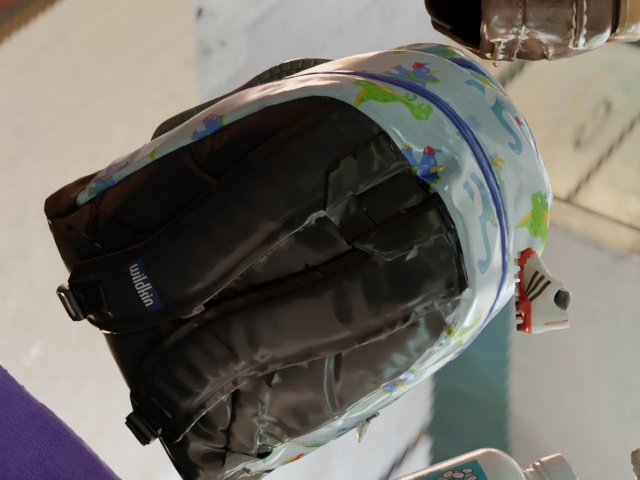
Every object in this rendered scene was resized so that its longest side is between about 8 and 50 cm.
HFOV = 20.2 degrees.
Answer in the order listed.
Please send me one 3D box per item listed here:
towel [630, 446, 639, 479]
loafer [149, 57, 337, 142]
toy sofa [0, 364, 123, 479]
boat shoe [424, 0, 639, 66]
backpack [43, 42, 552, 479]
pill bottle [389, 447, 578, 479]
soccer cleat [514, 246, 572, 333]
[{"bbox_3d":[0.365,0.316,1.586,0.049,0.282,0.187,-34,138,21],"label":"towel"},{"bbox_3d":[-0.047,-0.106,1.730,0.087,0.251,0.094,25,58,-54],"label":"loafer"},{"bbox_3d":[-0.282,0.163,1.398,0.150,0.177,0.362,-48,110,-16],"label":"toy sofa"},{"bbox_3d":[0.081,-0.114,0.789,0.207,0.073,0.073,-140,-140,-82],"label":"boat shoe"},{"bbox_3d":[0.000,0.000,1.328,0.273,0.290,0.355,-26,174,-35],"label":"backpack"},{"bbox_3d":[0.111,0.279,1.637,0.264,0.146,0.146,-18,139,-8],"label":"pill bottle"},{"bbox_3d":[0.139,0.031,1.119,0.083,0.035,0.029,-80,168,-60],"label":"soccer cleat"}]
